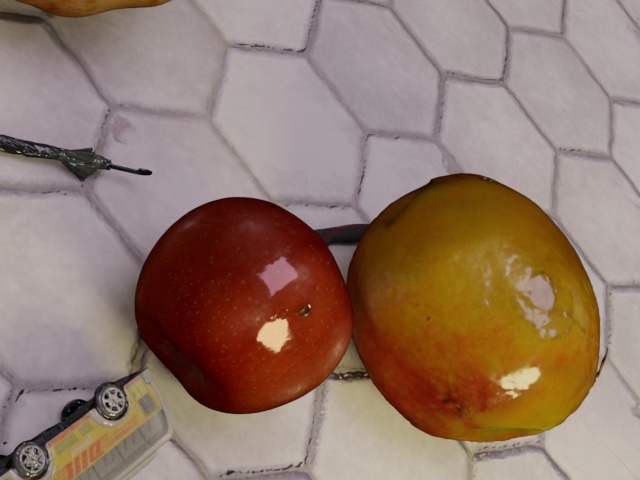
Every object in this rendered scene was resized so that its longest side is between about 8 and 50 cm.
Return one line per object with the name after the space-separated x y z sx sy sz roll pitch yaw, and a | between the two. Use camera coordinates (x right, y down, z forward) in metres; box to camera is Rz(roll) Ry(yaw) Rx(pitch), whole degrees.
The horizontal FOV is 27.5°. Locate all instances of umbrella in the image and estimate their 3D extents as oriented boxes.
-0.337 -0.105 1.604 0.269 0.044 0.044 12 83 -24 | umbrella

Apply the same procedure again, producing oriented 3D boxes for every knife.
0.000 0.000 1.821 0.247 0.018 0.035 -8 72 -39 | knife

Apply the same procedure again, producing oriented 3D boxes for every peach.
0.204 0.083 1.733 0.373 0.290 0.372 0 69 0 | peach

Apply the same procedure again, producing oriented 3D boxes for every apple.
-0.089 0.077 1.530 0.216 0.260 0.260 -39 91 -22 | apple

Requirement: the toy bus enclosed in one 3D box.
-0.270 0.238 1.399 0.268 0.092 0.106 -37 98 -46 | toy bus

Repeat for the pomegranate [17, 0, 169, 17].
-0.278 -0.471 1.611 0.411 0.411 0.411 20 53 -29 | pomegranate
